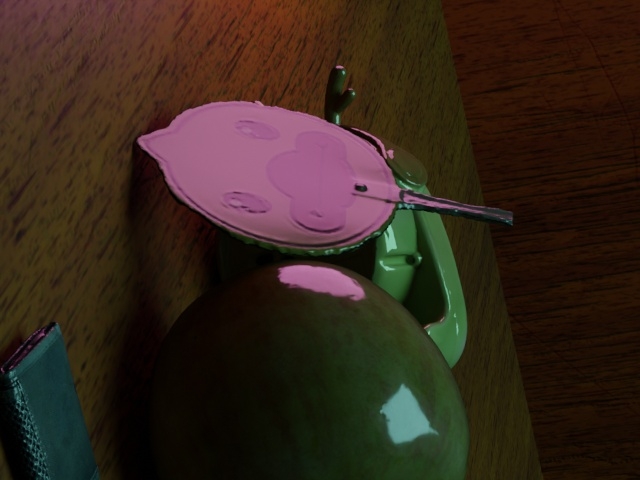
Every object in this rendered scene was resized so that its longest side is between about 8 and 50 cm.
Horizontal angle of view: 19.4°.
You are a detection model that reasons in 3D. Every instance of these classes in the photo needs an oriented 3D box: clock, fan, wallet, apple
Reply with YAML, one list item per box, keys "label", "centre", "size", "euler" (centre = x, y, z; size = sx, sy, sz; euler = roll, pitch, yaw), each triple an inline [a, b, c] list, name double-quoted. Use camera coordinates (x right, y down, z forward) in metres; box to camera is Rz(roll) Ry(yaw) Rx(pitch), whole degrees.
- label: "clock"
  centre: [0.000, 0.000, 1.744]
  size: [0.096, 0.235, 0.308]
  euler: [-2, 77, -52]
- label: "fan"
  centre: [0.004, -0.048, 1.607]
  size: [0.229, 0.335, 0.011]
  euler: [-86, -172, -56]
- label: "wallet"
  centre: [-0.189, 0.131, 1.285]
  size: [0.088, 0.026, 0.129]
  euler: [-59, 140, -63]
- label: "apple"
  centre: [-0.014, 0.145, 1.521]
  size: [0.257, 0.257, 0.234]
  euler: [67, 3, -46]
